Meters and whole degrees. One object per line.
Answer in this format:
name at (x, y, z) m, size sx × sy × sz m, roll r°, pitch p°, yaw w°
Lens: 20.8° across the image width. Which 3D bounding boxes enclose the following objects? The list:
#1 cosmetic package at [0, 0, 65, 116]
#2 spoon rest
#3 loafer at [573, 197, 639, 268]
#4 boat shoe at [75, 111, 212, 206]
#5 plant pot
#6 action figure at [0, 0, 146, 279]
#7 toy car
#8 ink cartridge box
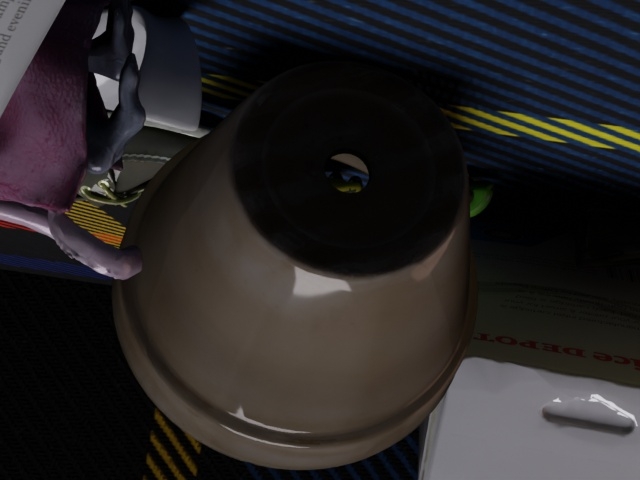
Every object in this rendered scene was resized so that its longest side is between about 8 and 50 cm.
cosmetic package at (-0.239, -0.192, 0.553) m, size 0.365 × 0.155 × 0.197 m, roll 17°, pitch 126°, yaw -31°
spoon rest at (-0.157, -0.142, 1.364) m, size 0.137 × 0.084 × 0.276 m, roll 14°, pitch -176°, yaw -27°
loafer at (0.362, 0.011, 1.721) m, size 0.223 × 0.078 × 0.076 m, roll 7°, pitch 172°, yaw 13°
boat shoe at (-0.217, -0.077, 1.737) m, size 0.305 × 0.091 × 0.109 m, roll 2°, pitch 169°, yaw 41°
plant pot at (0.000, 0.000, 1.445) m, size 0.323 × 0.323 × 0.280 m, roll 11°, pitch 155°, yaw -7°
action figure at (-0.308, -0.101, 1.177) m, size 0.370 × 0.276 × 0.248 m, roll -3°, pitch 179°, yaw -8°
toy car at (0.059, -0.029, 1.713) m, size 0.225 × 0.053 × 0.239 m, roll -3°, pitch -169°, yaw 8°
ink cartridge box at (0.250, 0.129, 1.782) m, size 0.285 × 0.166 × 0.395 m, roll 10°, pitch -159°, yaw 1°
